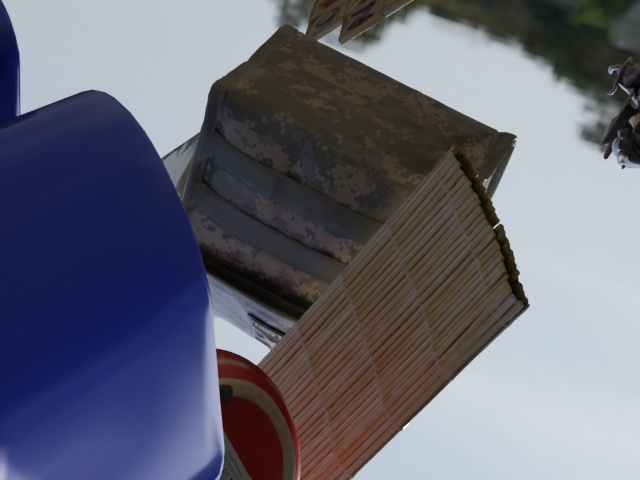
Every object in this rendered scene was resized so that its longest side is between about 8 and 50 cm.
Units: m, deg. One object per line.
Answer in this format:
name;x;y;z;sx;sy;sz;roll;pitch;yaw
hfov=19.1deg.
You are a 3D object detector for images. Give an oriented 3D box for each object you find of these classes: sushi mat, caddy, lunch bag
sushi mat;0.039;0.082;1.472;0.019;0.316;0.151;12;-137;-36
caddy;-0.181;0.041;0.868;0.179;0.341;0.241;-33;-124;-24
lunch bag;0.000;0.000;1.638;0.235;0.287;0.169;28;-142;12

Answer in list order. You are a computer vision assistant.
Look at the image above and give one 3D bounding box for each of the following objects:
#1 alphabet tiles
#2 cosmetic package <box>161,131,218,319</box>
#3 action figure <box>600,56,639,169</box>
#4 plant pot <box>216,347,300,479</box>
alphabet tiles;0.108;-0.327;2.051;0.011;0.285;0.342;50;-155;-20
cosmetic package;-0.134;-0.004;2.053;0.160;0.113;0.309;23;156;-22
action figure;0.345;-0.129;1.641;0.099;0.185;0.285;32;174;-34
plant pot;-0.120;0.158;1.364;0.174;0.191;0.191;-3;173;43
